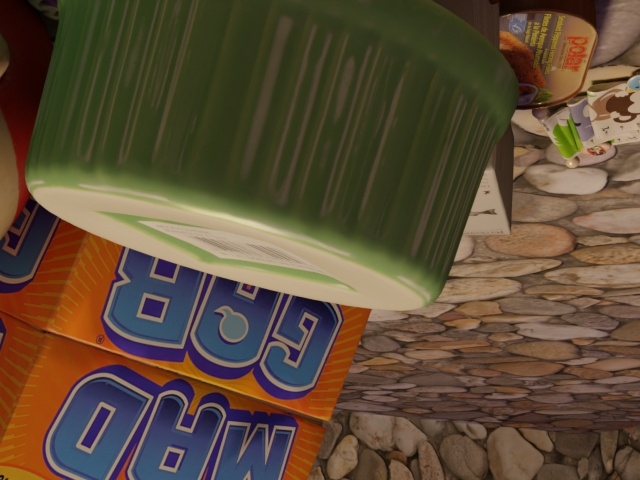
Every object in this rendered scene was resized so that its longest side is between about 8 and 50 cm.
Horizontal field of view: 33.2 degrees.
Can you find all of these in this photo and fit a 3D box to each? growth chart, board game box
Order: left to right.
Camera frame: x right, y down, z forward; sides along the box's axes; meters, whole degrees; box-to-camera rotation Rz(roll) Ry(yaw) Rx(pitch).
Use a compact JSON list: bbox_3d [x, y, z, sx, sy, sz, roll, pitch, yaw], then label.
[{"bbox_3d":[-0.223,0.089,1.043,0.356,0.356,0.357,16,172,43],"label":"board game box"},{"bbox_3d":[0.329,-0.127,1.059,0.237,0.021,0.172,-9,159,31],"label":"growth chart"}]

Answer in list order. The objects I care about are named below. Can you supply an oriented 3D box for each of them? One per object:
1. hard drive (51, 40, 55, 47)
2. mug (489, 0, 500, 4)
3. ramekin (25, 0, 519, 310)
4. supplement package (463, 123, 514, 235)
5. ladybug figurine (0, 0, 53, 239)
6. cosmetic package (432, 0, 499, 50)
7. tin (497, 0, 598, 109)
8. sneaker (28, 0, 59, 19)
[{"bbox_3d":[-0.174,-0.109,1.008,0.203,0.040,0.307,19,174,20],"label":"hard drive"},{"bbox_3d":[0.186,-0.222,0.676,0.169,0.150,0.113,-4,126,8],"label":"mug"},{"bbox_3d":[-0.038,-0.059,0.691,0.304,0.148,0.303,14,170,2],"label":"ramekin"},{"bbox_3d":[0.118,-0.078,0.984,0.105,0.105,0.179,-1,163,15],"label":"supplement package"},{"bbox_3d":[-0.339,-0.111,0.823,0.449,0.305,0.162,0,-154,45],"label":"ladybug figurine"},{"bbox_3d":[0.044,-0.176,0.760,0.107,0.127,0.238,-7,159,31],"label":"cosmetic package"},{"bbox_3d":[0.180,-0.165,0.928,0.106,0.040,0.189,5,164,6],"label":"tin"},{"bbox_3d":[-0.129,-0.198,0.785,0.105,0.095,0.236,-12,164,27],"label":"sneaker"}]
